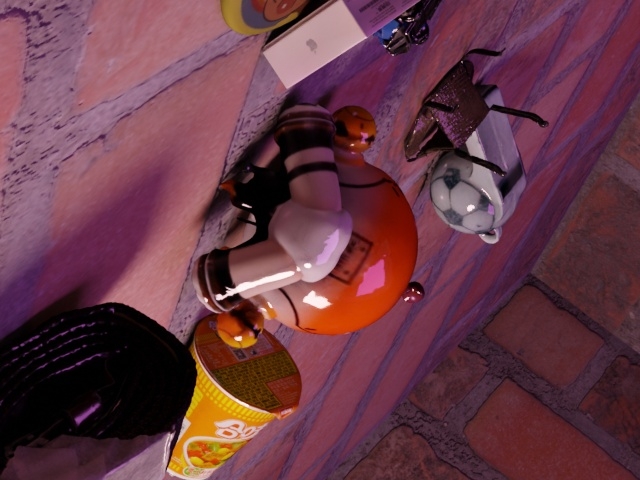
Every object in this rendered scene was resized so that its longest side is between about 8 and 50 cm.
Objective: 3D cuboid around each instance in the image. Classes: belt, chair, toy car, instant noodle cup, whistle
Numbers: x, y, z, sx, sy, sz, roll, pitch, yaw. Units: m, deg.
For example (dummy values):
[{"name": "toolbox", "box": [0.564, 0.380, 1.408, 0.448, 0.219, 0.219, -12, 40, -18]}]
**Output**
[{"name": "belt", "box": [-0.256, 0.194, 1.392, 0.289, 0.184, 0.164, -33, 162, -39]}, {"name": "chair", "box": [0.205, -0.187, 2.119, 0.174, 0.149, 0.213, -50, -152, -20]}, {"name": "toy car", "box": [0.125, -0.307, 1.609, 0.216, 0.063, 0.103, -58, 167, -2]}, {"name": "instant noodle cup", "box": [-0.139, 0.217, 1.894, 0.185, 0.168, 0.168, -52, 168, 31]}, {"name": "whistle", "box": [0.245, -0.114, 2.361, 0.163, 0.163, 0.289, -43, 126, -32]}]

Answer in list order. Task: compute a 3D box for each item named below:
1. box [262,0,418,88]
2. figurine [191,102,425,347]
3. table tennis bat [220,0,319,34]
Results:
[{"name": "box", "box": [0.029, -0.221, 1.437, 0.129, 0.051, 0.130, -27, -171, 48]}, {"name": "figurine", "box": [0.003, 0.002, 1.703, 0.320, 0.196, 0.323, -59, 156, 3]}, {"name": "table tennis bat", "box": [0.035, -0.300, 1.365, 0.369, 0.054, 0.224, -31, 159, -48]}]
